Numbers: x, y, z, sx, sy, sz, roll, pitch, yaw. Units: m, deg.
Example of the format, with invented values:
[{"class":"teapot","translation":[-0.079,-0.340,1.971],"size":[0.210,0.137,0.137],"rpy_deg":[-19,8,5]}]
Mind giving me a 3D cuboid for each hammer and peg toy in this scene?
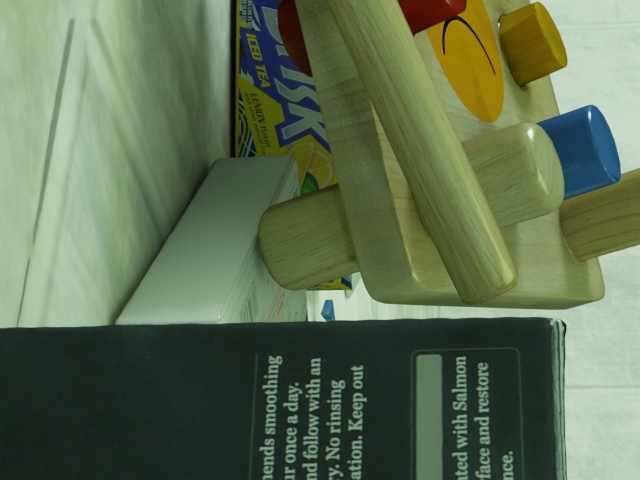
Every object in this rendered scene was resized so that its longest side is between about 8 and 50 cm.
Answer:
[{"class":"hammer and peg toy","translation":[0.030,-0.089,0.636],"size":[0.361,0.127,0.266],"rpy_deg":[5,70,-63]}]

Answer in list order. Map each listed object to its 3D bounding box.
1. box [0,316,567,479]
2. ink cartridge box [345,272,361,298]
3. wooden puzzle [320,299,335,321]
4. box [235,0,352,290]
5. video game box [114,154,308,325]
[{"class":"box","translation":[-0.013,0.093,0.406],"size":[0.156,0.158,0.093],"rpy_deg":[75,16,-61]},{"class":"ink cartridge box","translation":[0.043,-0.191,1.309],"size":[0.308,0.091,0.385],"rpy_deg":[81,28,-50]},{"class":"wooden puzzle","translation":[0.000,0.000,1.089],"size":[0.078,0.014,0.116],"rpy_deg":[42,47,-74]},{"class":"box","translation":[-0.014,-0.058,0.799],"size":[0.054,0.059,0.169],"rpy_deg":[47,43,-81]},{"class":"video game box","translation":[-0.037,0.080,0.661],"size":[0.205,0.048,0.187],"rpy_deg":[-70,156,-69]}]
